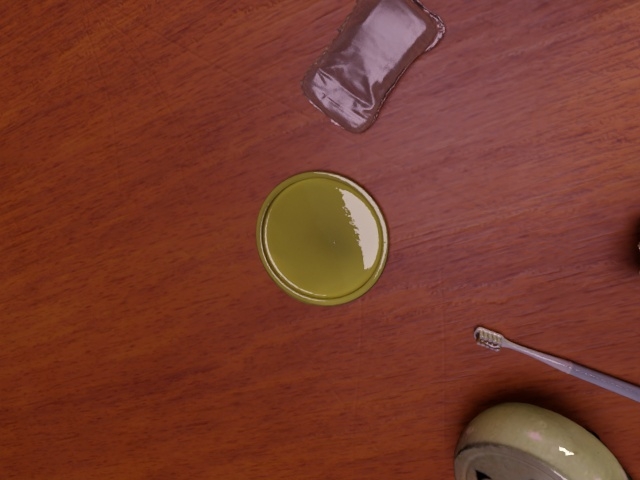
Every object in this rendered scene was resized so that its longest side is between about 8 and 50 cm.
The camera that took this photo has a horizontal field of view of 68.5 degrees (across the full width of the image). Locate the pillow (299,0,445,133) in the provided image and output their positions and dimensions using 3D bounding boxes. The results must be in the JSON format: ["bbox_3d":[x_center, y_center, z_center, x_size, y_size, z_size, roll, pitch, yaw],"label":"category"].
[{"bbox_3d":[0.068,-0.269,0.695,0.135,0.034,0.211,40,113,-2],"label":"pillow"}]

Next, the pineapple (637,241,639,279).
[{"bbox_3d":[0.470,0.021,0.629,0.069,0.116,0.137,-4,61,39],"label":"pineapple"}]

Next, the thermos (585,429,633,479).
[{"bbox_3d":[0.458,0.397,0.739,0.083,0.073,0.188,-40,91,20],"label":"thermos"}]

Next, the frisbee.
[{"bbox_3d":[0.000,0.000,0.796,0.235,0.017,0.236,4,105,15],"label":"frisbee"}]

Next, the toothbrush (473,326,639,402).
[{"bbox_3d":[0.406,0.206,0.725,0.342,0.030,0.025,20,114,8],"label":"toothbrush"}]

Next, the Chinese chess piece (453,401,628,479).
[{"bbox_3d":[0.325,0.370,0.708,0.250,0.101,0.250,25,130,34],"label":"Chinese chess piece"}]
